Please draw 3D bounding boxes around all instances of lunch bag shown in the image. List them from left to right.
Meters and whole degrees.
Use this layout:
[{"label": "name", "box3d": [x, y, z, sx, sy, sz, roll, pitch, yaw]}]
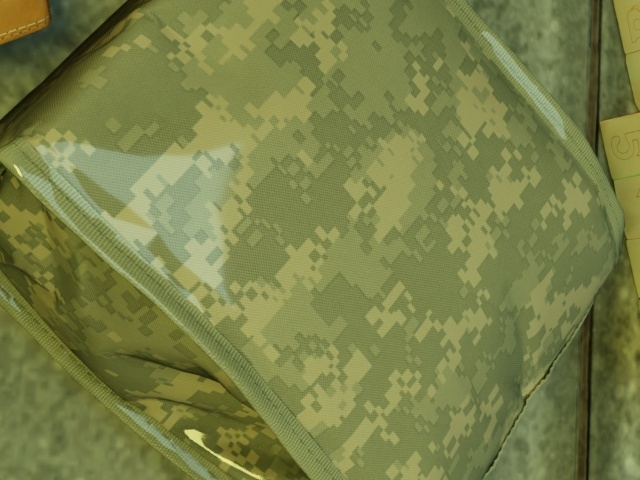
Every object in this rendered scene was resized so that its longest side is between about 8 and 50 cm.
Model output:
[{"label": "lunch bag", "box3d": [0.000, 0.000, 0.585, 0.287, 0.169, 0.235, 47, 60, -17]}]

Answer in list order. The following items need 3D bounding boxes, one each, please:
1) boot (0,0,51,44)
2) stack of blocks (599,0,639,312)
[{"label": "boot", "box3d": [-0.252, -0.161, 0.468, 0.283, 0.109, 0.220, -13, 127, -9]}, {"label": "stack of blocks", "box3d": [0.286, -0.082, 0.846, 0.171, 0.087, 0.297, -14, 93, -35]}]
